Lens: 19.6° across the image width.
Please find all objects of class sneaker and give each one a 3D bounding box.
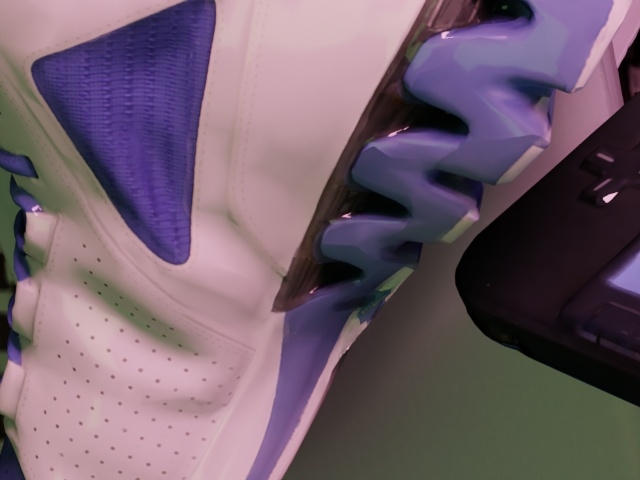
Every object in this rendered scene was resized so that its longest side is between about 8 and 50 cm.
[{"bbox_3d":[-0.058,-0.028,0.578,0.182,0.127,0.315,32,118,-7],"label":"sneaker"}]

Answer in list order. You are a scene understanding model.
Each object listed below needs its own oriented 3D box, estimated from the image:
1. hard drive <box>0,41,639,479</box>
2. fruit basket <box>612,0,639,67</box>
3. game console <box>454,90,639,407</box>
[{"bbox_3d":[0.000,0.000,0.679,0.233,0.047,0.353,-7,122,16],"label":"hard drive"},{"bbox_3d":[-0.004,-0.147,0.708,0.353,0.165,0.327,28,117,4],"label":"fruit basket"},{"bbox_3d":[0.177,-0.076,0.466,0.293,0.250,0.173,22,147,53],"label":"game console"}]
